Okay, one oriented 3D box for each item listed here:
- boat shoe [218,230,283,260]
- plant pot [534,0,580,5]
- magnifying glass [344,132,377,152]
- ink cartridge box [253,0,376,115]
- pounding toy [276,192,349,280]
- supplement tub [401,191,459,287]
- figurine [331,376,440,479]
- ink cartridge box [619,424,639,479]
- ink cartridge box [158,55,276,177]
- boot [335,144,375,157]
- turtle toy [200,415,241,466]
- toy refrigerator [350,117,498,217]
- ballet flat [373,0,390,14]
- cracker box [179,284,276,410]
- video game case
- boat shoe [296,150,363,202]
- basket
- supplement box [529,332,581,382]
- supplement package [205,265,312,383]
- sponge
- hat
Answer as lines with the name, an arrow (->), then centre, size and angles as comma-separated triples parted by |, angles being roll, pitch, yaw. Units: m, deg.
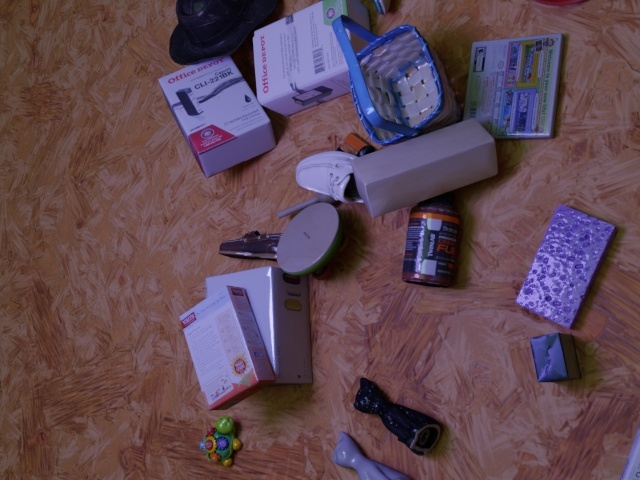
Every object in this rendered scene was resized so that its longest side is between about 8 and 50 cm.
boat shoe -> -0.157, 0.012, 1.875 | 0.207, 0.073, 0.073 | 2, 81, 29
plant pot -> 0.456, -0.630, 1.452 | 0.275, 0.275, 0.243 | -31, 55, 27
magnifying glass -> 0.139, -0.176, 1.728 | 0.231, 0.026, 0.092 | 41, 106, 31
ink cartridge box -> -0.017, -0.439, 1.828 | 0.273, 0.115, 0.198 | -14, 73, 33
pounding toy -> 0.000, 0.000, 1.755 | 0.183, 0.110, 0.237 | -32, 39, 24
supplement tub -> 0.229, -0.006, 1.579 | 0.106, 0.106, 0.197 | 4, 84, 36
figurine -> 0.119, 0.422, 1.600 | 0.209, 0.092, 0.214 | 29, 99, 43
ink cartridge box -> 0.612, 0.362, 1.237 | 0.208, 0.045, 0.206 | 17, 103, 13
ink cartridge box -> -0.261, -0.322, 1.930 | 0.197, 0.114, 0.273 | -26, 61, -10
boot -> 0.070, -0.180, 1.740 | 0.099, 0.045, 0.121 | 41, 132, 35
turtle toy -> -0.242, 0.478, 1.849 | 0.095, 0.066, 0.130 | 35, 102, 34
toy refrigerator -> 0.208, -0.143, 1.537 | 0.270, 0.094, 0.102 | -19, 38, -4
ballet flat -> 0.127, -0.634, 1.790 | 0.086, 0.086, 0.248 | -36, 62, 25
cracker box -> -0.207, 0.236, 1.689 | 0.156, 0.067, 0.232 | -33, 65, 26
video game case -> 0.391, -0.311, 1.571 | 0.193, 0.023, 0.212 | 4, 83, 36
boat shoe -> 0.059, -0.128, 1.662 | 0.277, 0.096, 0.098 | 5, 128, 26
basket -> 0.149, -0.316, 1.579 | 0.201, 0.289, 0.254 | -28, 65, 29
supplement box -> 0.431, 0.216, 1.407 | 0.056, 0.083, 0.083 | -17, 72, 32
supplement package -> -0.144, 0.207, 1.782 | 0.204, 0.145, 0.261 | -11, 76, 34
sponge -> 0.462, 0.048, 1.449 | 0.117, 0.031, 0.210 | 26, 96, 36
hat -> -0.280, -0.605, 1.966 | 0.331, 0.134, 0.331 | -17, 46, 19
